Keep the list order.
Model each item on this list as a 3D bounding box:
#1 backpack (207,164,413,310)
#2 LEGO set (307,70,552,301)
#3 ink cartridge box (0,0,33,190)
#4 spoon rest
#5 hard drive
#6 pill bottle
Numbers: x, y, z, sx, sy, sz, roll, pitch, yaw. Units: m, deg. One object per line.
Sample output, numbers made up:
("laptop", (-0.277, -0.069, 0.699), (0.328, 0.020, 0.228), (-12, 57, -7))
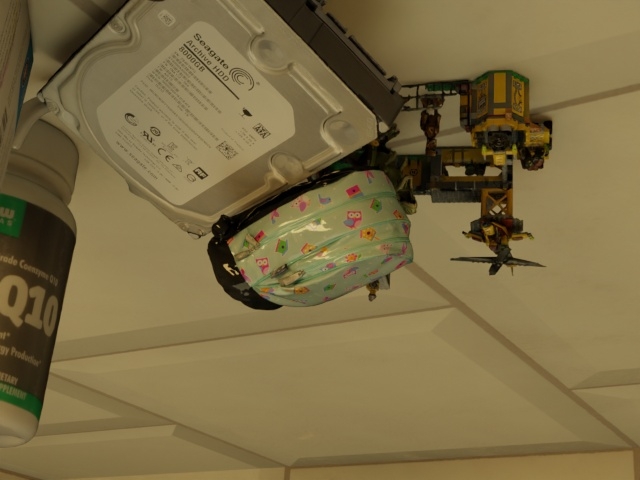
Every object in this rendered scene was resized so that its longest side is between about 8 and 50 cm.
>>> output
("backpack", (0.000, 0.000, 0.984), (0.182, 0.115, 0.152), (-26, 172, 22))
("LEGO set", (0.090, -0.043, 1.095), (0.331, 0.192, 0.255), (3, 155, 4))
("ink cartridge box", (-0.376, -0.175, 0.887), (0.197, 0.198, 0.270), (10, 154, -9))
("spoon rest", (-0.224, -0.100, 1.157), (0.276, 0.084, 0.137), (21, -177, -40))
("hard drive", (-0.109, -0.139, 0.971), (0.237, 0.064, 0.339), (44, 141, -18))
("pill bottle", (-0.399, 0.043, 1.171), (0.204, 0.361, 0.204), (4, 156, 2))
